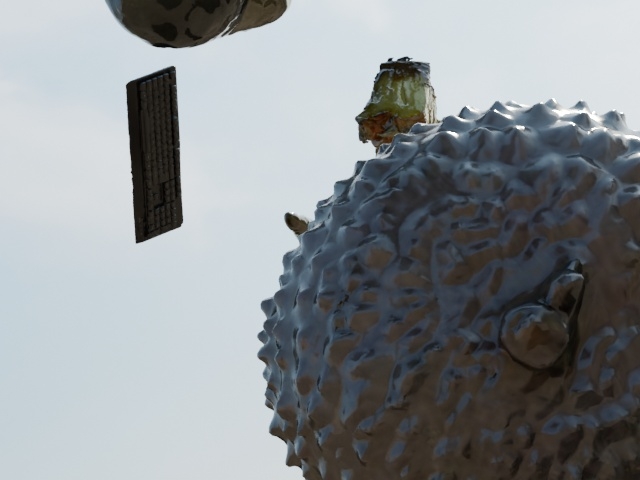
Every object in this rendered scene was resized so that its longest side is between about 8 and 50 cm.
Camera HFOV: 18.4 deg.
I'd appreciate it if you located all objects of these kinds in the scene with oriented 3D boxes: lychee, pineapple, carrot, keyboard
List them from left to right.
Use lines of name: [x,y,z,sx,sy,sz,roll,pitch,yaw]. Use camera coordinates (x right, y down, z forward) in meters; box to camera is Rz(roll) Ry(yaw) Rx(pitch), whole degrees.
keyboard: [-0.182,-0.094,2.194,0.015,0.196,0.074,19,31,35]
carrot: [0.000,0.000,2.055,0.049,0.049,0.254,-26,-17,9]
pineapple: [0.079,-0.119,1.881,0.069,0.116,0.137,-2,-11,13]
lychee: [0.146,0.083,1.505,0.380,0.380,0.432,-22,-9,-4]

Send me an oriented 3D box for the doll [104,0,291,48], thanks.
doll: [-0.094,-0.383,1.956,0.382,0.252,0.378,4,-71,-50]
